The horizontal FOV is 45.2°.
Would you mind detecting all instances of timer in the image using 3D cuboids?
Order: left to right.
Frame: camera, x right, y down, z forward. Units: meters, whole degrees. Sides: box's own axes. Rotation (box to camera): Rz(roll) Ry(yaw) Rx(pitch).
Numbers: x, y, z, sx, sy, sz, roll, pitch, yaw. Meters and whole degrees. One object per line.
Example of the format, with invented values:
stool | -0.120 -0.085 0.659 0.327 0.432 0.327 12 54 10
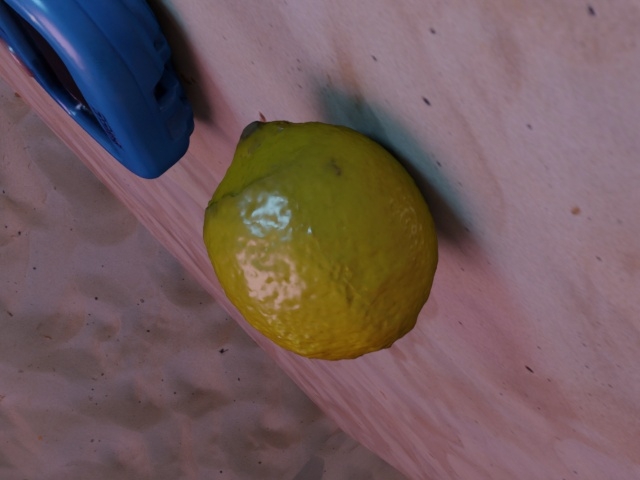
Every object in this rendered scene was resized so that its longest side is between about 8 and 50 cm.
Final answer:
timer | -0.274 -0.227 0.845 0.309 0.115 0.340 43 167 16

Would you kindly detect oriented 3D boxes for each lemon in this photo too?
lemon | 0.000 0.002 0.613 0.181 0.181 0.193 31 145 42
